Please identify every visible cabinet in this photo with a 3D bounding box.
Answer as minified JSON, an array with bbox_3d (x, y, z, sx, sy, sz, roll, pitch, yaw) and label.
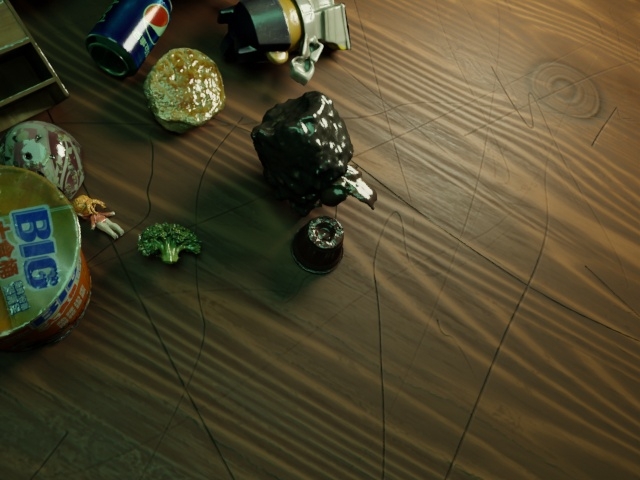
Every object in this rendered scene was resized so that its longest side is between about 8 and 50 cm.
[{"bbox_3d":[-0.613,-0.320,0.958,0.175,0.148,0.215,-38,116,-26],"label":"cabinet"}]

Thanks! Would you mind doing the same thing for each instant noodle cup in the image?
[{"bbox_3d":[-0.512,0.052,0.845,0.296,0.214,0.296,3,67,-7],"label":"instant noodle cup"}]

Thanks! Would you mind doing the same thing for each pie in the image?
[{"bbox_3d":[-0.286,-0.315,1.110,0.163,0.079,0.193,33,65,-5],"label":"pie"}]

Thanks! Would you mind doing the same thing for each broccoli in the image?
[{"bbox_3d":[-0.281,0.010,0.977,0.095,0.097,0.092,-19,63,17],"label":"broccoli"}]

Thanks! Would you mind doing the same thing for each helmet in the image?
[{"bbox_3d":[-0.537,-0.154,0.987,0.153,0.107,0.177,-6,68,-14],"label":"helmet"}]

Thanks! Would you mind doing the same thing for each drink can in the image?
[{"bbox_3d":[-0.409,-0.459,1.127,0.118,0.118,0.205,20,66,0],"label":"drink can"}]

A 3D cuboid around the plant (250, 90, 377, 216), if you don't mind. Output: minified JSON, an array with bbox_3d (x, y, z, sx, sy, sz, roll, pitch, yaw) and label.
[{"bbox_3d":[-0.019,-0.163,1.024,0.234,0.204,0.178,54,41,-32],"label":"plant"}]

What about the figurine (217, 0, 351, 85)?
[{"bbox_3d":[-0.087,-0.487,1.178,0.308,0.143,0.308,4,48,-5],"label":"figurine"}]

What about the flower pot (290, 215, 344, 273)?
[{"bbox_3d":[0.000,0.000,1.016,0.111,0.089,0.111,3,68,-8],"label":"flower pot"}]

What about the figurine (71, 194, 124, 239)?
[{"bbox_3d":[-0.423,-0.045,0.995,0.109,0.047,0.064,38,38,1],"label":"figurine"}]
